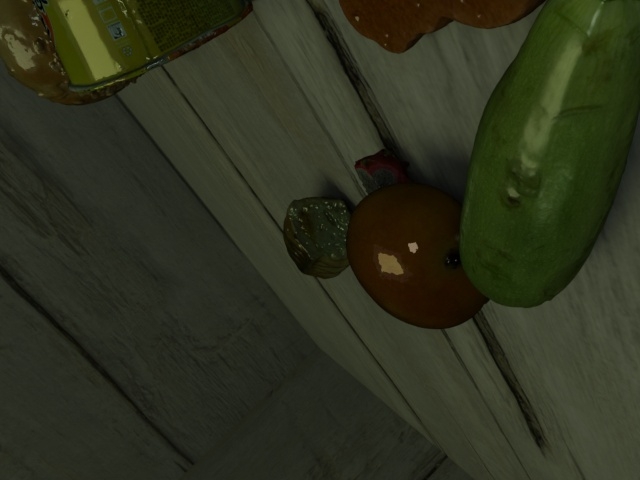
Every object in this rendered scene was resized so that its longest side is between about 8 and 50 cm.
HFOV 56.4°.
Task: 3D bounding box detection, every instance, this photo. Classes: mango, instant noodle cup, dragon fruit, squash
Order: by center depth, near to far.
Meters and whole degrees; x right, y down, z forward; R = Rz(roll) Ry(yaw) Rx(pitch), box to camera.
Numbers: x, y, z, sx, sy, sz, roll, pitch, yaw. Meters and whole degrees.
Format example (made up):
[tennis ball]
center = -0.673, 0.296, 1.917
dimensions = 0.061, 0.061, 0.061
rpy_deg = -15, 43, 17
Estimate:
[squash]
center = 0.171, -0.051, 0.462
dimensions = 0.118, 0.118, 0.370
rpy_deg = 41, 164, 26
[mango]
center = 0.119, 0.030, 0.716
dimensions = 0.175, 0.139, 0.254
rpy_deg = 42, 171, 24
[instant noodle cup]
center = -0.241, -0.326, 0.722
dimensions = 0.264, 0.264, 0.200
rpy_deg = 29, 150, 55
[dragon fruit]
center = 0.089, -0.079, 0.766
dimensions = 0.083, 0.060, 0.056
rpy_deg = 60, 164, -7

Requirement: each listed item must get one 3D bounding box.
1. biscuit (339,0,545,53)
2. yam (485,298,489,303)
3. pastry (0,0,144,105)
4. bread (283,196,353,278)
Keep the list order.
[biscuit]
center = 0.072, -0.232, 0.397
dimensions = 0.202, 0.047, 0.334
rpy_deg = 52, 169, -19
[yam]
center = 0.207, 0.041, 0.808
dimensions = 0.032, 0.032, 0.145
rpy_deg = 37, 165, 41
[pastry]
center = -0.399, -0.365, 1.031
dimensions = 0.184, 0.284, 0.316
rpy_deg = 25, -175, 18
[bread]
center = 0.000, 0.000, 1.152
dimensions = 0.152, 0.130, 0.267
rpy_deg = 42, 168, 4
